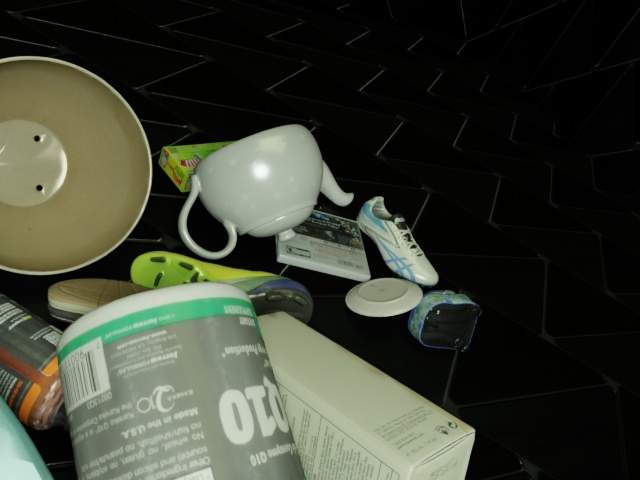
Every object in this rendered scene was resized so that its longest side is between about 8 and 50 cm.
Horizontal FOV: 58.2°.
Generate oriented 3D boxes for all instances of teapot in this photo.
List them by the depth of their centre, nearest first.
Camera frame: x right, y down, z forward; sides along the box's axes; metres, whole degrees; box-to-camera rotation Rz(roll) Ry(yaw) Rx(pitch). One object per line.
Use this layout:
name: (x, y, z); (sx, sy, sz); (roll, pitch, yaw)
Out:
teapot: (-0.100, -0.084, 1.047); (0.187, 0.256, 0.252); (69, 18, -2)

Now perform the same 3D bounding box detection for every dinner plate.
dinner plate: (0.115, 0.097, 1.049); (0.141, 0.017, 0.141); (-7, 21, 3)

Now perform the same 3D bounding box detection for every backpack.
backpack: (0.219, 0.144, 1.056); (0.114, 0.105, 0.084); (6, 18, -25)

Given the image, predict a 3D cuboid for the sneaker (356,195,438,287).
sneaker: (0.165, 0.002, 1.209); (0.085, 0.086, 0.237); (-11, 52, -45)

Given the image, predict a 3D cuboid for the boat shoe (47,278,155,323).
boat shoe: (-0.223, 0.121, 0.783); (0.285, 0.092, 0.103); (13, 15, -26)

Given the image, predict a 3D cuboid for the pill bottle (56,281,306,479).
pill bottle: (-0.117, 0.240, 0.551); (0.204, 0.204, 0.361); (-4, 66, -38)

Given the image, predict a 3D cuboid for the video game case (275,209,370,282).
video game case: (0.000, 0.000, 1.153); (0.190, 0.022, 0.173); (14, 38, -19)

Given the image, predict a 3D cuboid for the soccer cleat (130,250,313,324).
soccer cleat: (-0.153, 0.081, 0.912); (0.289, 0.093, 0.121); (15, 7, -12)

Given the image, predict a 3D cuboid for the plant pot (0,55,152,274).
plant pot: (-0.415, -0.109, 0.828); (0.284, 0.284, 0.191); (-3, 11, -37)

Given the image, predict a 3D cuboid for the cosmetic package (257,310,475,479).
cosmetic package: (0.005, 0.219, 0.663); (0.113, 0.160, 0.309); (-8, 25, -42)

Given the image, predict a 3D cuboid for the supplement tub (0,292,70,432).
supplement tub: (-0.336, 0.147, 0.663); (0.198, 0.106, 0.106); (31, 35, 4)

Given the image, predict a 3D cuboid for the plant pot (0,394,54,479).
plant pot: (-0.321, 0.229, 0.498); (0.165, 0.166, 0.234); (-39, 88, -33)

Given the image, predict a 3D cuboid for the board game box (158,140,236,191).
board game box: (-0.224, -0.154, 1.171); (0.181, 0.043, 0.092); (-16, 55, -45)
